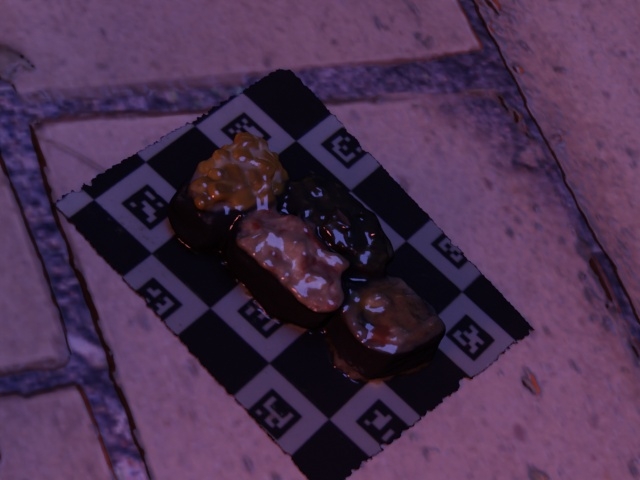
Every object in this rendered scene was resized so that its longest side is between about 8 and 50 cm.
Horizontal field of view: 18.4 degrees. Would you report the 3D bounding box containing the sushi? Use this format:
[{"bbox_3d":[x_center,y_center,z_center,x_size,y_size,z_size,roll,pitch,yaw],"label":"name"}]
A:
[{"bbox_3d":[0.000,0.000,1.064,0.215,0.050,0.192,46,50,11],"label":"sushi"}]
